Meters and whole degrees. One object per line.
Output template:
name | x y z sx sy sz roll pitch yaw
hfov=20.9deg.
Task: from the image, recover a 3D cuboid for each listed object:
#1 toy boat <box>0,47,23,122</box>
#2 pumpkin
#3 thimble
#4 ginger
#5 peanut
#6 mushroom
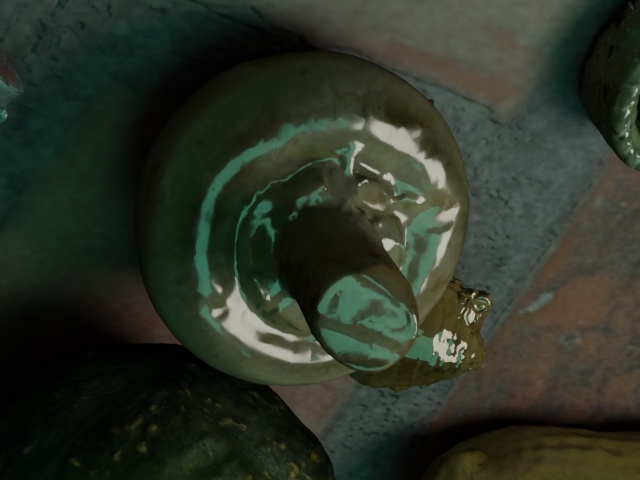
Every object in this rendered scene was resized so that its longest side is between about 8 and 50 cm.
toy boat | -0.236 -0.080 0.965 0.122 0.034 0.096 -28 133 11
pumpkin | -0.116 0.226 1.086 0.257 0.291 0.328 -30 153 -44
thimble | 0.216 -0.103 1.124 0.084 0.062 0.110 -16 131 -10
ginger | 0.034 0.055 1.171 0.165 0.067 0.096 17 119 -19
peanut | 0.209 0.216 1.330 0.319 0.147 0.147 3 125 -30
mushroom | 0.000 0.000 1.001 0.207 0.215 0.207 -7 115 -16
